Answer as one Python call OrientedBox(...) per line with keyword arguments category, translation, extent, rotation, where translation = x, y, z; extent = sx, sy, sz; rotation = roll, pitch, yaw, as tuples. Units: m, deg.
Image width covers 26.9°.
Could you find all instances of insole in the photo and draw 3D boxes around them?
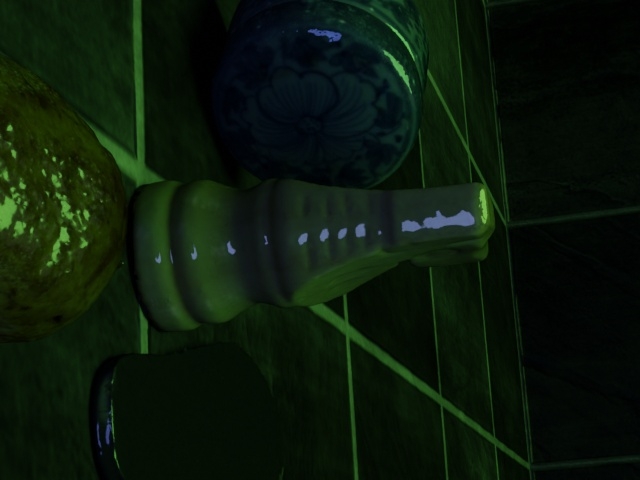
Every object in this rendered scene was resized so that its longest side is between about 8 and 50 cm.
OrientedBox(category="insole", translation=(-0.070, 0.115, 0.812), extent=(0.309, 0.012, 0.110), rotation=(22, 62, -74))

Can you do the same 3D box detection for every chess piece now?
OrientedBox(category="chess piece", translation=(0.000, 0.000, 0.759), extent=(0.090, 0.200, 0.090), rotation=(-6, 90, -76))

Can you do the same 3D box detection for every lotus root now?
OrientedBox(category="lotus root", translation=(-0.137, -0.026, 0.454), extent=(0.108, 0.094, 0.191), rotation=(51, 4, 27))

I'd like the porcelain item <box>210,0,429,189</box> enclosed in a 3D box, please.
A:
OrientedBox(category="porcelain item", translation=(0.000, -0.113, 0.934), extent=(0.114, 0.147, 0.147), rotation=(-77, 156, -50))
